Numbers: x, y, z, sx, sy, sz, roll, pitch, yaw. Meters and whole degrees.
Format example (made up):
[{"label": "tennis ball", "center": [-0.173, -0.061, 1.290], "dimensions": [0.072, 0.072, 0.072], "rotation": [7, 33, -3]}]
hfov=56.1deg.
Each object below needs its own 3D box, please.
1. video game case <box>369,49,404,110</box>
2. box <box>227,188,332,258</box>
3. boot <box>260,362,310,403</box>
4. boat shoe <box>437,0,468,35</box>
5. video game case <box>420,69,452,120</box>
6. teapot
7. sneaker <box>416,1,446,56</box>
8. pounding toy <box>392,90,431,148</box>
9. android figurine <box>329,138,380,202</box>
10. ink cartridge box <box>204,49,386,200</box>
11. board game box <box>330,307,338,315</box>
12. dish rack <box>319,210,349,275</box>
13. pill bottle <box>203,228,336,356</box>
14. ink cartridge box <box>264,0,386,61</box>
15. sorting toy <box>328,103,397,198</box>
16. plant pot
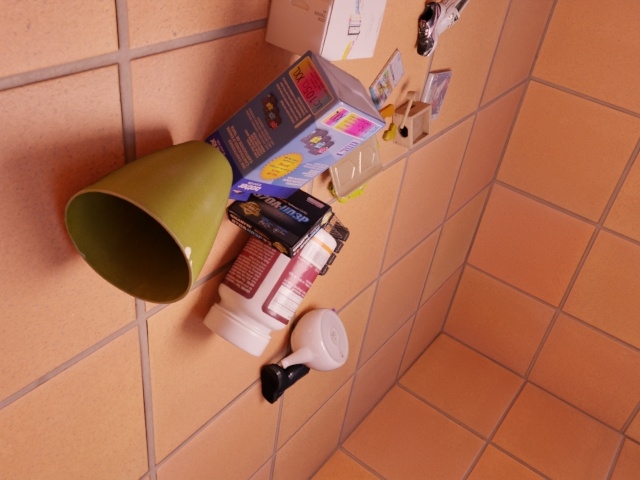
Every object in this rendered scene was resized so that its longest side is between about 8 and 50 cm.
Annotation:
[{"label": "video game case", "center": [0.219, -0.524, 1.966], "dimensions": [0.166, 0.015, 0.119], "rotation": [-56, 155, -11]}, {"label": "box", "center": [-0.107, -0.070, 1.585], "dimensions": [0.175, 0.220, 0.051], "rotation": [-46, 155, -28]}, {"label": "boot", "center": [-0.125, 0.490, 2.272], "dimensions": [0.207, 0.094, 0.246], "rotation": [-38, 153, -33]}, {"label": "boat shoe", "center": [0.438, -0.774, 2.043], "dimensions": [0.226, 0.076, 0.083], "rotation": [-60, 155, -2]}, {"label": "video game case", "center": [0.440, -0.557, 2.332], "dimensions": [0.183, 0.023, 0.201], "rotation": [-27, 138, -50]}, {"label": "teapot", "center": [-0.023, 0.380, 2.257], "dimensions": [0.256, 0.187, 0.252], "rotation": [39, 39, -46]}, {"label": "sneaker", "center": [0.348, -0.701, 1.980], "dimensions": [0.077, 0.072, 0.178], "rotation": [-6, 114, -46]}, {"label": "pounding toy", "center": [0.306, -0.441, 2.134], "dimensions": [0.181, 0.094, 0.205], "rotation": [-36, 136, -34]}, {"label": "android figurine", "center": [0.117, -0.242, 2.022], "dimensions": [0.248, 0.056, 0.273], "rotation": [-57, 153, -10]}, {"label": "ink cartridge box", "center": [-0.079, -0.237, 1.422], "dimensions": [0.396, 0.151, 0.270], "rotation": [-33, 165, 24]}, {"label": "board game box", "center": [0.041, 0.362, 2.526], "dimensions": [0.133, 0.033, 0.168], "rotation": [-52, 154, -17]}, {"label": "dish rack", "center": [0.000, 0.000, 2.037], "dimensions": [0.208, 0.074, 0.271], "rotation": [-59, 153, -7]}, {"label": "pill bottle", "center": [-0.146, 0.113, 1.698], "dimensions": [0.392, 0.224, 0.224], "rotation": [-57, 155, -7]}, {"label": "ink cartridge box", "center": [0.015, -0.526, 1.401], "dimensions": [0.233, 0.171, 0.168], "rotation": [-26, 138, -50]}, {"label": "sorting toy", "center": [0.131, -0.300, 1.902], "dimensions": [0.307, 0.041, 0.229], "rotation": [-36, 125, -28]}, {"label": "plant pot", "center": [-0.304, -0.070, 1.216], "dimensions": [0.293, 0.275, 0.274], "rotation": [-59, 160, -44]}]
